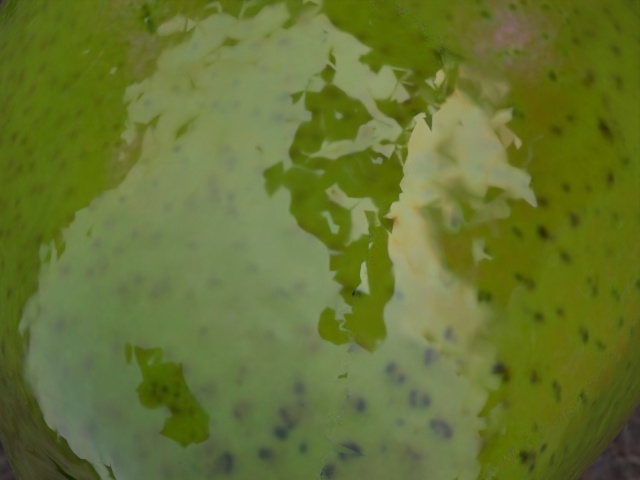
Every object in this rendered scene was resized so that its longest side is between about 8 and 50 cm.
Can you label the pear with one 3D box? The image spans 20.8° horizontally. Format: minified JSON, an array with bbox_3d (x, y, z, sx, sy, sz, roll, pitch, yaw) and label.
[{"bbox_3d":[0.000,0.000,0.403,0.187,0.220,0.187,7,139,6],"label":"pear"}]
